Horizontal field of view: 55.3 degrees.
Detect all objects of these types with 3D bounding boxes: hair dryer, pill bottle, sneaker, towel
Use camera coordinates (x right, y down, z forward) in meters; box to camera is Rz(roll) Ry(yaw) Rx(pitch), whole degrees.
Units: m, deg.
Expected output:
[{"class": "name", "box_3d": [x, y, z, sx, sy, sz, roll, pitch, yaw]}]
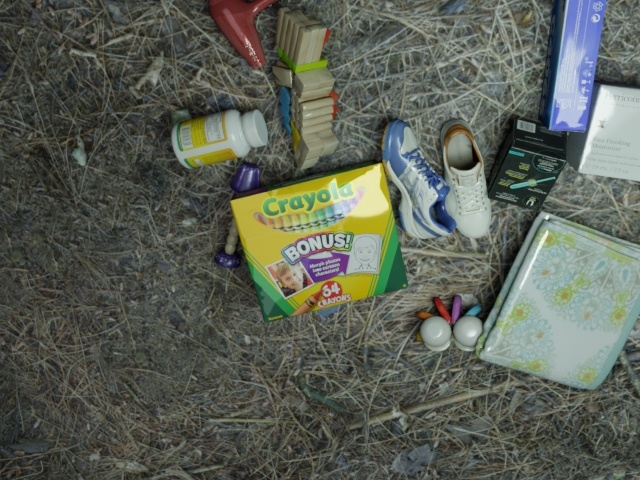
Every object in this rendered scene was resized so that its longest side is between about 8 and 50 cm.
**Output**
[{"class": "hair dryer", "box_3d": [-0.141, -0.531, 1.368, 0.224, 0.080, 0.293, 12, 112, 5]}, {"class": "pill bottle", "box_3d": [-0.239, -0.249, 1.467, 0.209, 0.117, 0.117, -11, 107, 14]}, {"class": "sneaker", "box_3d": [0.328, -0.126, 1.404, 0.106, 0.123, 0.289, -14, 108, 13]}, {"class": "towel", "box_3d": [0.569, 0.147, 1.410, 0.321, 0.090, 0.374, 19, 102, -11]}, {"class": "sneaker", "box_3d": [0.236, -0.142, 1.401, 0.131, 0.112, 0.296, 4, 125, 45]}]

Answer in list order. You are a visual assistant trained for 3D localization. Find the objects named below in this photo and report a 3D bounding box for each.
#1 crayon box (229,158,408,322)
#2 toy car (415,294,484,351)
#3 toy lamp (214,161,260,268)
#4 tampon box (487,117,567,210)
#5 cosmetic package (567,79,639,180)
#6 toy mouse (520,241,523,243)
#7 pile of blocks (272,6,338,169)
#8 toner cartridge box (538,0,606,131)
[{"class": "crayon box", "box_3d": [0.000, 0.000, 1.475, 0.363, 0.106, 0.312, -14, 106, 1]}, {"class": "toy car", "box_3d": [0.328, 0.203, 1.526, 0.182, 0.159, 0.136, -2, 73, 12]}, {"class": "toy lamp", "box_3d": [-0.208, -0.063, 1.549, 0.080, 0.080, 0.274, 17, 111, 4]}, {"class": "tampon box", "box_3d": [0.453, -0.165, 1.345, 0.121, 0.101, 0.161, 16, 142, 5]}, {"class": "cosmetic package", "box_3d": [0.625, -0.236, 1.292, 0.152, 0.151, 0.183, 8, 111, 6]}, {"class": "toy mouse", "box_3d": [0.573, 0.065, 1.475, 0.161, 0.031, 0.143, -7, 108, 13]}, {"class": "pile of blocks", "box_3d": [-0.024, -0.350, 1.413, 0.113, 0.149, 0.361, -19, 123, -28]}, {"class": "toner cartridge box", "box_3d": [0.514, -0.408, 1.245, 0.075, 0.165, 0.347, 4, 110, 9]}]
